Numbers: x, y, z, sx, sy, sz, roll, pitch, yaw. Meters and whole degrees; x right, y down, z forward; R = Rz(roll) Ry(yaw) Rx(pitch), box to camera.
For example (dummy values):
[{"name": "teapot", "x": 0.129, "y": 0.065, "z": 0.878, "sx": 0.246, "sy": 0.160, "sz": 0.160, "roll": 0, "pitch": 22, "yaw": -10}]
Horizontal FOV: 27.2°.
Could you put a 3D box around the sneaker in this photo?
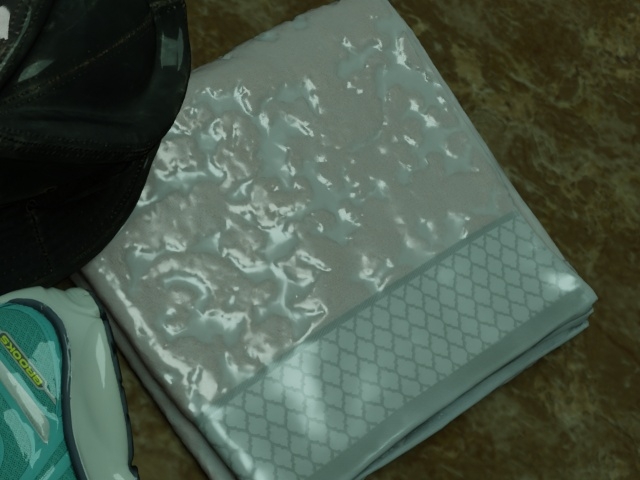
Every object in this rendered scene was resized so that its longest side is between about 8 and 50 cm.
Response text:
[{"name": "sneaker", "x": -0.154, "y": 0.165, "z": 0.761, "sx": 0.110, "sy": 0.107, "sz": 0.275, "roll": -12, "pitch": 86, "yaw": -11}]

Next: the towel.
[{"name": "towel", "x": 0.000, "y": 0.000, "z": 0.933, "sx": 0.332, "sy": 0.053, "sz": 0.317, "roll": -30, "pitch": 80, "yaw": -30}]

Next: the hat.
[{"name": "hat", "x": -0.163, "y": -0.096, "z": 0.727, "sx": 0.331, "sy": 0.134, "sz": 0.331, "roll": -14, "pitch": 108, "yaw": -49}]
